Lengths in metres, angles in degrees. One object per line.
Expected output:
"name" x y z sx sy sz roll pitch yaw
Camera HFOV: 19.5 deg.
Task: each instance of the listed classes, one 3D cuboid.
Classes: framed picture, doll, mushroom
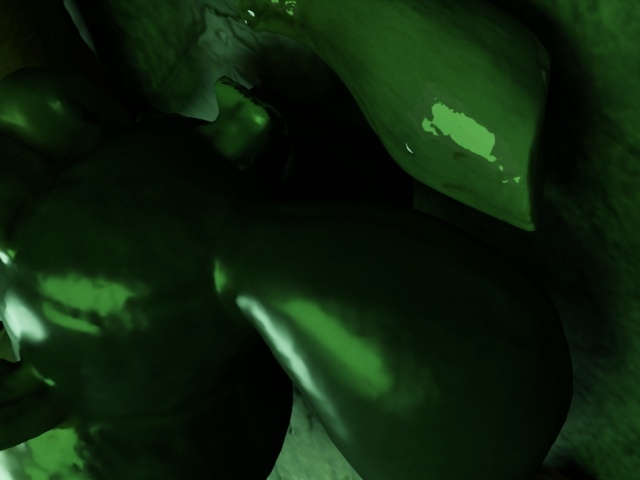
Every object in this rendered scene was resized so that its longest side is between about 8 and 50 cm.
"framed picture" 0.000 0.000 1.156 0.128 0.023 0.168 31 140 31
"doll" -0.061 0.112 1.095 0.378 0.252 0.382 33 147 30
"mushroom" 0.038 -0.093 0.969 0.225 0.093 0.116 34 163 19

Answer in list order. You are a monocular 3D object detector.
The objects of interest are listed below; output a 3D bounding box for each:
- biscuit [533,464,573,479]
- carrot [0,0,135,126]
"biscuit" 0.176 0.201 1.104 0.192 0.036 0.186 40 147 19
"carrot" -0.227 -0.151 1.192 0.302 0.139 0.138 52 148 -17
